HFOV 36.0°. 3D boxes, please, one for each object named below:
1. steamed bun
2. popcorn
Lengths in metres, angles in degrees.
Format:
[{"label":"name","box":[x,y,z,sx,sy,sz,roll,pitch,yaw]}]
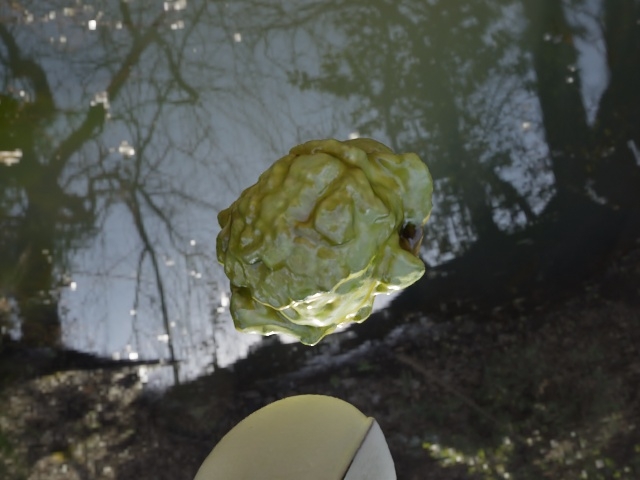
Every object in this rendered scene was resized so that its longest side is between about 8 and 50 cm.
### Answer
[{"label":"steamed bun","box":[-0.040,0.282,1.030,0.164,0.241,0.146,7,137,29]},{"label":"popcorn","box":[0.000,0.000,1.052,0.255,0.195,0.256,-33,155,-6]}]
